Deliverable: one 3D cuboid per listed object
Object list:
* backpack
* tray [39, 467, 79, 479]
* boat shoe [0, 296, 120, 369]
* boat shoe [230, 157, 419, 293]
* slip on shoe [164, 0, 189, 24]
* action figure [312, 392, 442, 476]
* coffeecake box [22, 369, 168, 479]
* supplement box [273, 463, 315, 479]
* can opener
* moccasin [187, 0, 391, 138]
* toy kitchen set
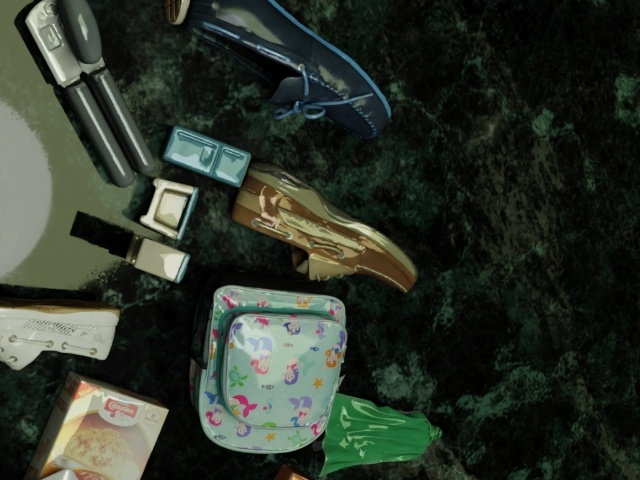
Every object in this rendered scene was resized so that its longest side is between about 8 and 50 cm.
[{"bbox_3d":[-0.079,0.189,1.557,0.225,0.191,0.253,8,103,-19],"label":"backpack"},{"bbox_3d":[-0.358,0.445,1.474,0.145,0.030,0.270,-25,123,-6],"label":"tray"},{"bbox_3d":[-0.405,0.127,1.410,0.277,0.098,0.096,5,95,-31],"label":"boat shoe"},{"bbox_3d":[0.000,0.000,1.614,0.324,0.122,0.120,33,87,-21],"label":"boat shoe"},{"bbox_3d":[-0.188,-0.371,1.481,0.041,0.051,0.135,4,90,-41],"label":"slip on shoe"},{"bbox_3d":[0.102,0.320,1.744,0.232,0.063,0.137,6,93,-26],"label":"action figure"},{"bbox_3d":[-0.322,0.298,1.500,0.142,0.068,0.185,24,86,-28],"label":"coffeecake box"},{"bbox_3d":[-0.077,0.477,1.653,0.080,0.078,0.233,32,83,-13],"label":"supplement box"},{"bbox_3d":[-0.306,-0.200,1.422,0.074,0.093,0.280,-33,117,-22],"label":"can opener"},{"bbox_3d":[-0.054,-0.243,1.537,0.342,0.137,0.117,34,67,-16],"label":"moccasin"},{"bbox_3d":[-0.175,-0.045,1.457,0.122,0.166,0.207,20,88,-16],"label":"toy kitchen set"}]
